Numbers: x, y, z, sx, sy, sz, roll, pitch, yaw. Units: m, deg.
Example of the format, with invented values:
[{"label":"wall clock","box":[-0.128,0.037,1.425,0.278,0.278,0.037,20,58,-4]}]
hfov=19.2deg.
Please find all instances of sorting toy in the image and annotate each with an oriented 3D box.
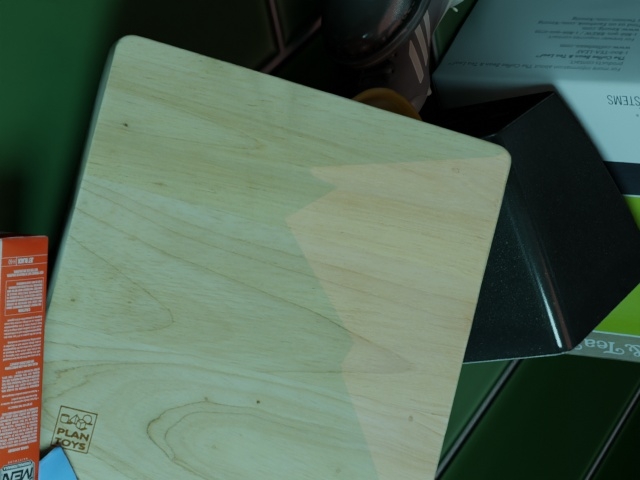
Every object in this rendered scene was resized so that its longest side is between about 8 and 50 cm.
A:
[{"label":"sorting toy","box":[-0.042,0.035,1.155,0.257,0.089,0.255,16,86,-19]}]

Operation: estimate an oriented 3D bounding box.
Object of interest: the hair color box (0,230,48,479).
[{"label":"hair color box","box":[-0.189,0.065,1.022,0.043,0.072,0.141,-4,99,-60]}]

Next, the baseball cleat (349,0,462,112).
[{"label":"baseball cleat","box":[0.046,-0.164,1.425,0.109,0.072,0.206,43,54,-36]}]

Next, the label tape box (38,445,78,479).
[{"label":"label tape box","box":[-0.126,0.318,1.019,0.240,0.106,0.334,-39,116,-36]}]

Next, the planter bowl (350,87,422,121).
[{"label":"planter bowl","box":[0.000,0.000,1.328,0.217,0.090,0.217,-14,107,-59]}]

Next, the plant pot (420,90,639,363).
[{"label":"plant pot","box":[0.127,-0.015,1.476,0.188,0.187,0.167,-33,111,-54]}]

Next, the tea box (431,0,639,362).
[{"label":"tea box","box":[0.314,-0.071,1.632,0.220,0.329,0.323,-57,142,-40]}]

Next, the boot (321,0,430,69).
[{"label":"boot","box":[-0.006,-0.272,1.298,0.229,0.091,0.263,28,66,-53]}]
